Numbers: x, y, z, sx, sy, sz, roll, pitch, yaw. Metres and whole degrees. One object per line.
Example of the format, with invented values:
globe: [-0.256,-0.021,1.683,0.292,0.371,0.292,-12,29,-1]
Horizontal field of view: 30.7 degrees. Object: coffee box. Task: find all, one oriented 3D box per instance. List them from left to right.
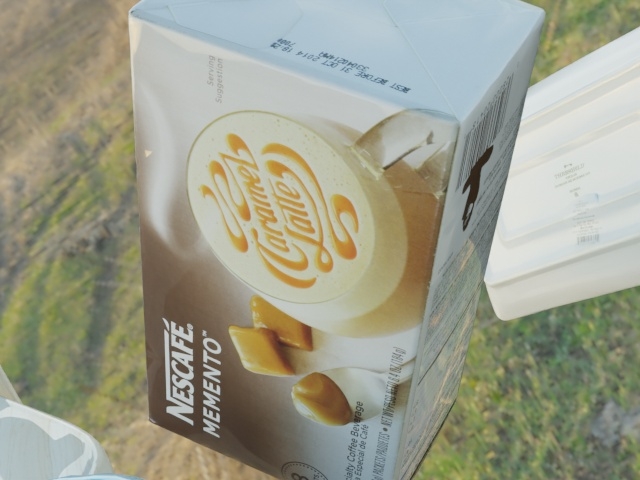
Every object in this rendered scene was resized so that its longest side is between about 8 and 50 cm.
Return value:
coffee box: [0.000,0.000,0.534,0.141,0.246,0.098,22,45,17]

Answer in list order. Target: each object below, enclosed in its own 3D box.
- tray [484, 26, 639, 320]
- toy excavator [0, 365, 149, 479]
tray: [0.162,-0.038,0.717,0.030,0.145,0.270,-10,-8,-29]
toy excavator: [-0.148,0.203,0.580,0.433,0.222,0.445,-11,26,24]
